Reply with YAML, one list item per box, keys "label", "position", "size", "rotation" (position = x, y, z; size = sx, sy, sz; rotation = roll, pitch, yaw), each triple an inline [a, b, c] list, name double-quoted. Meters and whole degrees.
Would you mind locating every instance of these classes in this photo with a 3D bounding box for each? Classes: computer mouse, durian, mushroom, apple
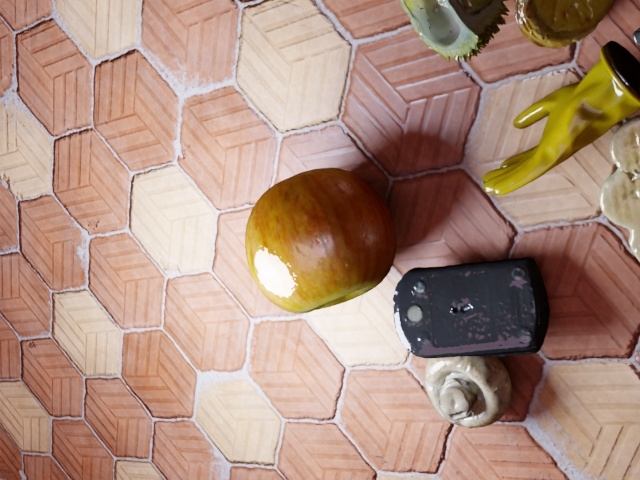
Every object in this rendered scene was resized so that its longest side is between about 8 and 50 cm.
- label: "computer mouse"
  position: [0.267, 0.122, 1.405]
  size: [0.269, 0.100, 0.170]
  rotation: [-6, 84, 25]
- label: "durian"
  position: [0.174, -0.407, 1.210]
  size: [0.172, 0.166, 0.306]
  rotation: [-22, 88, 35]
- label: "mushroom"
  position: [0.271, 0.269, 1.462]
  size: [0.166, 0.127, 0.166]
  rotation: [9, 114, 22]
- label: "apple"
  position: [0.000, 0.000, 1.436]
  size: [0.286, 0.286, 0.233]
  rotation: [-30, 77, 38]

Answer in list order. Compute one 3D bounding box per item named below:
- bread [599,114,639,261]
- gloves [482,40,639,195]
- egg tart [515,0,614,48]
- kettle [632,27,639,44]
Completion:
- label: "bread"
  position: [0.571, -0.079, 1.164]
  size: [0.316, 0.054, 0.316]
  rotation: [13, 117, 28]
- label: "gloves"
  position: [0.357, -0.163, 1.214]
  size: [0.116, 0.133, 0.294]
  rotation: [52, 128, 3]
- label: "egg tart"
  position: [0.346, -0.370, 1.137]
  size: [0.074, 0.191, 0.191]
  rotation: [51, 138, 50]
- label: "kettle"
  position: [0.503, -0.298, 1.055]
  size: [0.127, 0.148, 0.098]
  rotation: [28, 124, 21]
